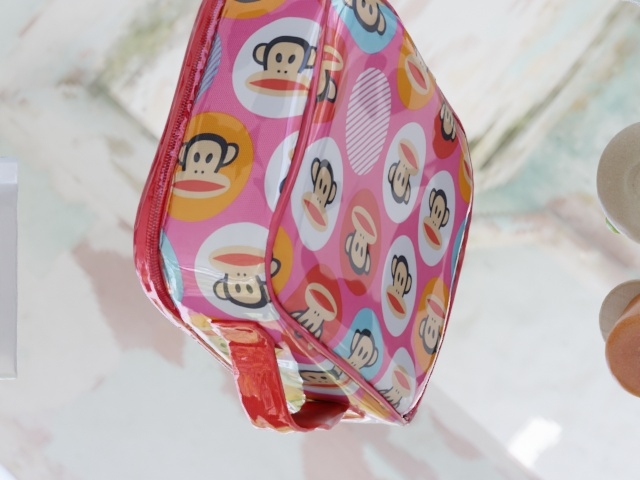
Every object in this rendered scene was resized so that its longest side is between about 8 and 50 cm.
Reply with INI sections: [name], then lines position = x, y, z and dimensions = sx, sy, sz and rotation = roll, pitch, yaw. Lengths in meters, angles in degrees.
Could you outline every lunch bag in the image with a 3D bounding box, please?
[lunch bag]
position = 0.000, 0.000, 1.000
dimensions = 0.293, 0.120, 0.258
rotation = 50, -132, -57

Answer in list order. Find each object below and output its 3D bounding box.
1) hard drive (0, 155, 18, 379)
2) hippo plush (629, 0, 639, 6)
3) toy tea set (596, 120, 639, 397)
[hard drive]
position = -0.426, 0.027, 1.297
dimensions = 0.353, 0.047, 0.233
rotation = 0, -46, -11
[hippo plush]
position = 0.256, -0.309, 1.200
dimensions = 0.234, 0.294, 0.237
rotation = 117, 173, -53
[toy tea set]
position = 0.307, -0.030, 1.041
dimensions = 0.336, 0.200, 0.124
rotation = -33, -6, 32
